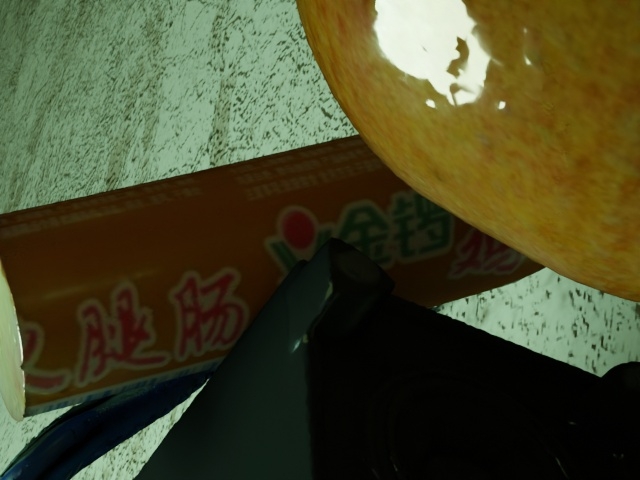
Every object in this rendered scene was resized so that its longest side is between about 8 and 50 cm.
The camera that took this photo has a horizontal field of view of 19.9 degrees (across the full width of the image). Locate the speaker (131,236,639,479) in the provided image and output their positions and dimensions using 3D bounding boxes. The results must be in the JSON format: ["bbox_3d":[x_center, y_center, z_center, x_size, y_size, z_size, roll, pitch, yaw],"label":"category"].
[{"bbox_3d":[0.024,0.170,0.770,0.254,0.184,0.232,-53,26,33],"label":"speaker"}]

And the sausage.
[{"bbox_3d":[0.000,0.000,0.845,0.093,0.312,0.093,166,90,-72],"label":"sausage"}]

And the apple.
[{"bbox_3d":[0.127,-0.113,0.633,0.299,0.299,0.275,-100,21,-51],"label":"apple"}]

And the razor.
[{"bbox_3d":[-0.042,0.054,0.905,0.056,0.324,0.093,51,133,14],"label":"razor"}]
